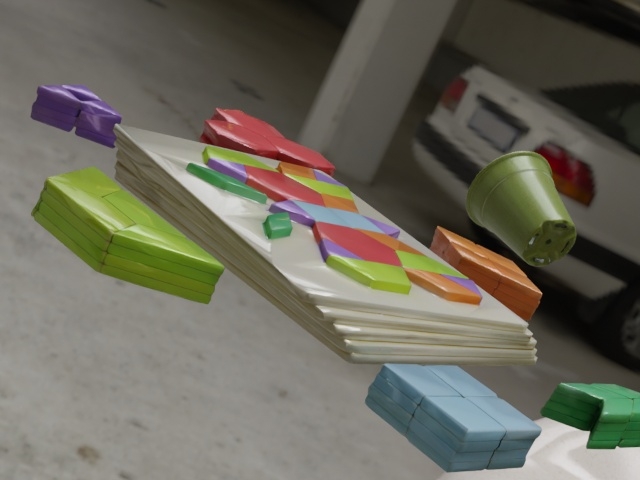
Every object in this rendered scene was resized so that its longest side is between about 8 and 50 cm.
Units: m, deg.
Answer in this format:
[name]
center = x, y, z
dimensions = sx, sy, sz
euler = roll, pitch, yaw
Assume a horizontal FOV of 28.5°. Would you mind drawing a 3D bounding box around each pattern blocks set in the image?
[pattern blocks set]
center = 0.000, 0.000, 0.572
dimensions = 0.325, 0.026, 0.285
euler = 33, 17, 30

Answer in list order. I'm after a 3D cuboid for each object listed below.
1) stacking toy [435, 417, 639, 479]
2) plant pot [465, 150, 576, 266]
[stacking toy]
center = 0.183, 0.364, 0.716
dimensions = 0.351, 0.480, 0.350
euler = 3, 34, -2
[plant pot]
center = 0.179, -0.020, 1.081
dimensions = 0.083, 0.083, 0.079
euler = 18, 29, -36
